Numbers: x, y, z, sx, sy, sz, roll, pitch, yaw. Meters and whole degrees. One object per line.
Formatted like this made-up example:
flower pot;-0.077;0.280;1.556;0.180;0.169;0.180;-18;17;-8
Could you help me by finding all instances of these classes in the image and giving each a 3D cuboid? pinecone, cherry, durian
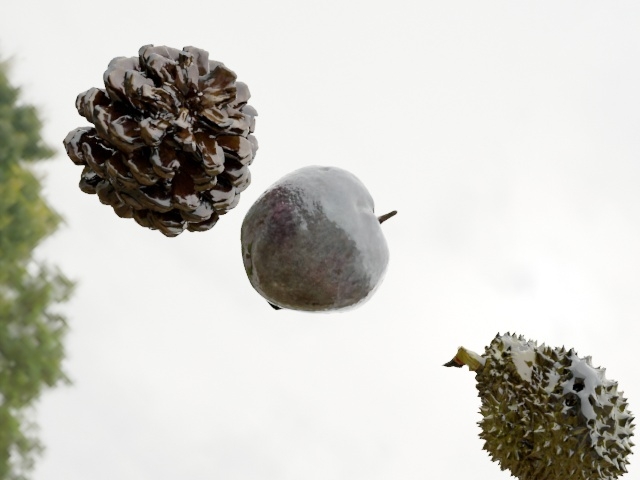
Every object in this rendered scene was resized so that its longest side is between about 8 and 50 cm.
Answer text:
pinecone;-0.166;-0.122;1.535;0.221;0.221;0.221;34;-31;23
cherry;-0.009;0.001;1.725;0.195;0.195;0.195;34;-31;23
durian;0.261;0.185;1.549;0.237;0.193;0.138;38;-38;-10
